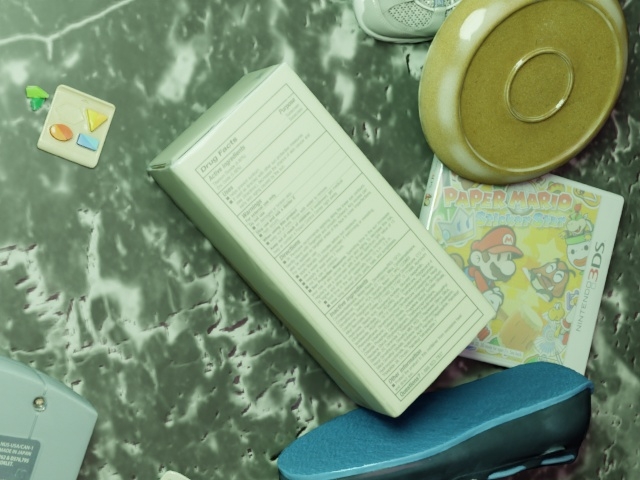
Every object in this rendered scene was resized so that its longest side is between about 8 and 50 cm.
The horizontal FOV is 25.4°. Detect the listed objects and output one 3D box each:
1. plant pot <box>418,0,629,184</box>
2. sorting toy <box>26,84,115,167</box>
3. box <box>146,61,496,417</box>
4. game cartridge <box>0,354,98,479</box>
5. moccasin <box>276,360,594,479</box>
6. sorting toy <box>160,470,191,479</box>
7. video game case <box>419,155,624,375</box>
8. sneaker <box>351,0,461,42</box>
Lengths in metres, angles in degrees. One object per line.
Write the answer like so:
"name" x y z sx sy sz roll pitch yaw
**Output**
"plant pot" 0.206 -0.155 1.375 0.236 0.032 0.236 -12 122 -21
"sorting toy" -0.231 -0.107 1.277 0.083 0.012 0.062 21 85 -24
"box" 0.000 0.000 1.309 0.148 0.121 0.311 -43 103 -13
"game cartridge" -0.340 0.178 1.179 0.294 0.060 0.196 16 101 -36
"moccasin" 0.126 0.219 1.384 0.342 0.138 0.117 -11 111 -18
"sorting toy" -0.131 0.257 1.327 0.075 0.045 0.083 44 76 -12
"video game case" 0.197 0.026 1.464 0.227 0.026 0.206 15 87 -23
"sneaker" 0.163 -0.261 1.384 0.281 0.115 0.105 -15 99 -22
